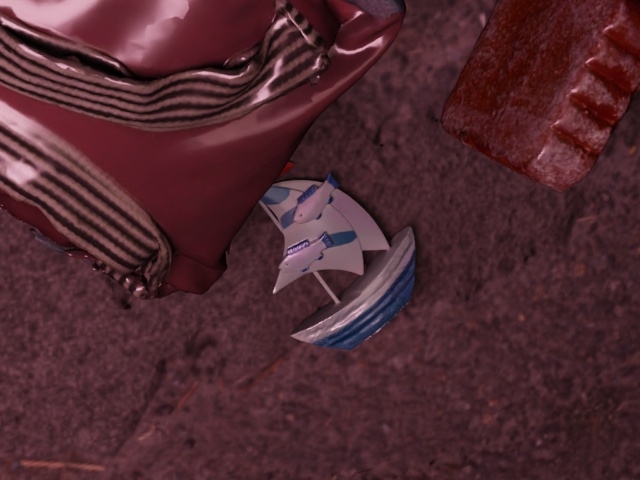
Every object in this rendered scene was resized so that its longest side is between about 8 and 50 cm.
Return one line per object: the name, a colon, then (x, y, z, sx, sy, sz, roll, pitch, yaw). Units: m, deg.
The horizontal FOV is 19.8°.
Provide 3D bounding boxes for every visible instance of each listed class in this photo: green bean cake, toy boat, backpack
green bean cake: (0.151, -0.107, 1.200, 0.056, 0.135, 0.135, 28, 94, -31)
toy boat: (0.012, 0.000, 1.245, 0.105, 0.034, 0.149, -20, 104, -14)
backpack: (-0.144, -0.120, 1.008, 0.317, 0.197, 0.283, 21, 128, -21)
